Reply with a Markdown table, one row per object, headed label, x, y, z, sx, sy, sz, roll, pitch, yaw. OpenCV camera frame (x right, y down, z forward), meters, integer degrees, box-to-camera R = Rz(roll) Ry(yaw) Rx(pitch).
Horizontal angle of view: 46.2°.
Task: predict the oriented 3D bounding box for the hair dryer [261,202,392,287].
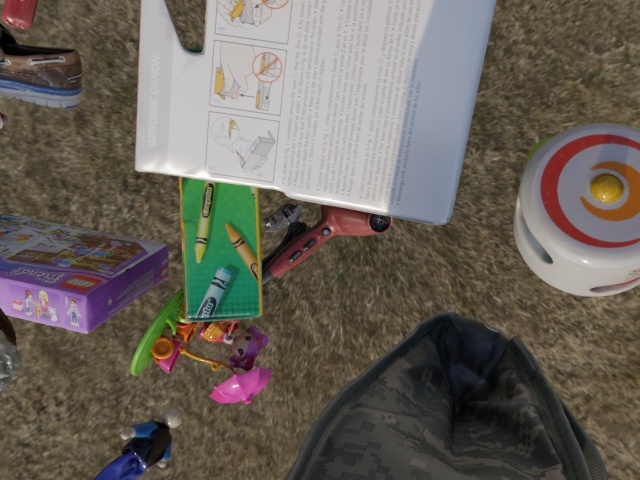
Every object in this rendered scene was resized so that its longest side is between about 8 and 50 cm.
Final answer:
| label | x | y | z | sx | sy | sz | roll | pitch | yaw |
| --- | --- | --- | --- | --- | --- | --- | --- | --- | --- |
| hair dryer | 0.000 | 0.000 | 1.137 | 0.294 | 0.223 | 0.080 | -24 | 120 | 41 |

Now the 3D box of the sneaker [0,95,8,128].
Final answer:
| label | x | y | z | sx | sy | sz | roll | pitch | yaw |
| --- | --- | --- | --- | --- | --- | --- | --- | --- | --- |
| sneaker | -0.602 | -0.200 | 1.284 | 0.111 | 0.103 | 0.252 | 22 | 110 | -36 |

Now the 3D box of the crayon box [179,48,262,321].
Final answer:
| label | x | y | z | sx | sy | sz | roll | pitch | yaw |
| --- | --- | --- | --- | --- | --- | --- | --- | --- | --- |
| crayon box | -0.109 | -0.053 | 0.834 | 0.081 | 0.165 | 0.278 | -2 | 86 | -6 |

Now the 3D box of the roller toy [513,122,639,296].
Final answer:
| label | x | y | z | sx | sy | sz | roll | pitch | yaw |
| --- | --- | --- | --- | --- | --- | --- | --- | --- | --- |
| roller toy | 0.337 | -0.037 | 0.905 | 0.209 | 0.146 | 0.191 | 21 | 74 | 16 |

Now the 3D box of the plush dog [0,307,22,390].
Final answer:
| label | x | y | z | sx | sy | sz | roll | pitch | yaw |
| --- | --- | --- | --- | --- | --- | --- | --- | --- | --- |
| plush dog | -0.401 | 0.173 | 0.674 | 0.211 | 0.262 | 0.225 | 1 | 76 | -39 |

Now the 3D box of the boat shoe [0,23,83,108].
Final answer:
| label | x | y | z | sx | sy | sz | roll | pitch | yaw |
| --- | --- | --- | --- | --- | --- | --- | --- | --- | --- |
| boat shoe | -0.333 | -0.186 | 0.756 | 0.183 | 0.066 | 0.066 | 8 | 117 | -17 |

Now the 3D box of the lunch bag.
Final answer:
| label | x | y | z | sx | sy | sz | roll | pitch | yaw |
| --- | --- | --- | --- | --- | --- | --- | --- | --- | --- |
| lunch bag | 0.046 | 0.194 | 0.423 | 0.169 | 0.287 | 0.235 | 23 | 113 | 9 |

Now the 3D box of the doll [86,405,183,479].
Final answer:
| label | x | y | z | sx | sy | sz | roll | pitch | yaw |
| --- | --- | --- | --- | --- | --- | --- | --- | --- | --- |
| doll | -0.304 | 0.354 | 1.262 | 0.189 | 0.046 | 0.129 | -44 | 135 | -20 |

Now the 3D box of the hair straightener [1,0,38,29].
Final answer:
| label | x | y | z | sx | sy | sz | roll | pitch | yaw |
| --- | --- | --- | --- | --- | --- | --- | --- | --- | --- |
| hair straightener | -0.394 | -0.405 | 1.020 | 0.047 | 0.089 | 0.230 | 8 | 103 | -23 |

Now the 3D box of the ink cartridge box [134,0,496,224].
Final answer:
| label | x | y | z | sx | sy | sz | roll | pitch | yaw |
| --- | --- | --- | --- | --- | --- | --- | --- | --- | --- |
| ink cartridge box | -0.002 | -0.178 | 0.574 | 0.261 | 0.066 | 0.296 | 10 | 112 | 6 |

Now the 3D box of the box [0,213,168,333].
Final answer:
| label | x | y | z | sx | sy | sz | roll | pitch | yaw |
| --- | --- | --- | --- | --- | --- | --- | --- | --- | --- |
| box | -0.389 | 0.037 | 1.042 | 0.293 | 0.201 | 0.057 | 10 | 111 | 17 |

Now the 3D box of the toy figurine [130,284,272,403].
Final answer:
| label | x | y | z | sx | sy | sz | roll | pitch | yaw |
| --- | --- | --- | --- | --- | --- | --- | --- | --- | --- |
| toy figurine | -0.133 | 0.138 | 0.983 | 0.159 | 0.130 | 0.173 | 29 | 68 | 3 |
